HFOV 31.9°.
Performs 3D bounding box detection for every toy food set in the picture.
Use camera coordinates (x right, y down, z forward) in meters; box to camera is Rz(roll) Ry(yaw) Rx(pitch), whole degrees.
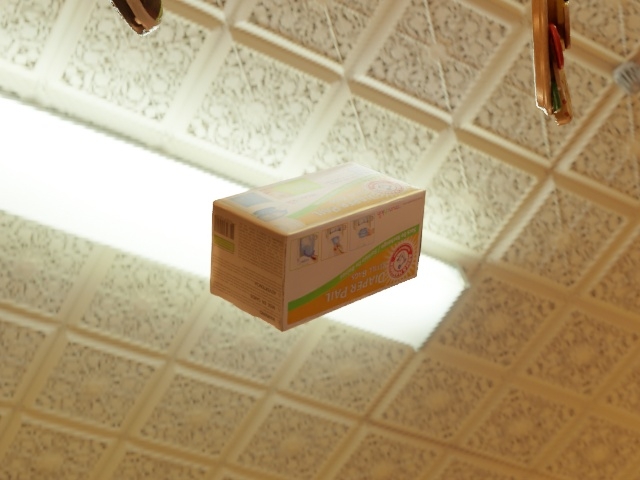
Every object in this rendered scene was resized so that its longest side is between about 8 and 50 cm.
[{"bbox_3d":[0.128,-0.108,0.617,0.020,0.083,0.082,-2,-11,12],"label":"toy food set"}]

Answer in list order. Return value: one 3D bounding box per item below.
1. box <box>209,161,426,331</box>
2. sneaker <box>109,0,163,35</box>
[{"bbox_3d":[0.000,0.000,1.145,0.203,0.114,0.103,-19,-58,-42],"label":"box"},{"bbox_3d":[-0.153,-0.248,0.922,0.097,0.084,0.235,-40,-11,-3],"label":"sneaker"}]
